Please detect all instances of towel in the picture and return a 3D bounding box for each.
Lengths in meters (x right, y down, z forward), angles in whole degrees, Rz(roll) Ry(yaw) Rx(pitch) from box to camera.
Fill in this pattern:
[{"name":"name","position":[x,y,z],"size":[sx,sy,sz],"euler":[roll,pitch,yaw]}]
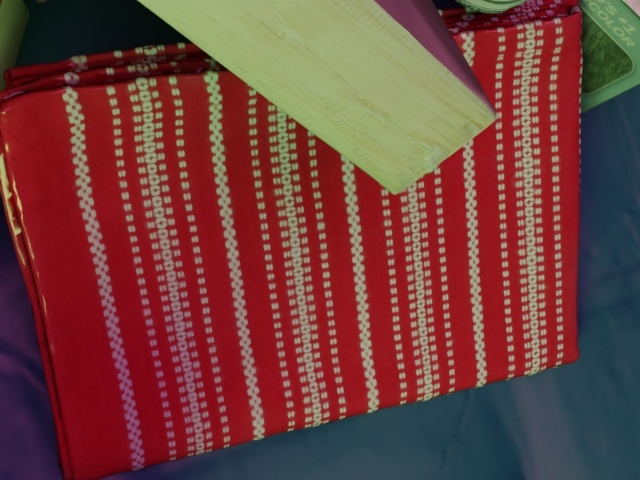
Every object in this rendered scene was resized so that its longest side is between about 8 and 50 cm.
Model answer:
[{"name":"towel","position":[0.000,0.000,0.543],"size":[0.275,0.031,0.198],"euler":[-11,114,-17]}]

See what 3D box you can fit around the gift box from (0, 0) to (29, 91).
[{"name":"gift box","position":[-0.270,-0.044,0.406],"size":[0.276,0.258,0.255],"euler":[17,81,3]}]

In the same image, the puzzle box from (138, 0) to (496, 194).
[{"name":"puzzle box","position":[-0.112,-0.203,0.380],"size":[0.052,0.272,0.409],"euler":[-39,134,19]}]

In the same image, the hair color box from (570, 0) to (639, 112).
[{"name":"hair color box","position":[0.209,-0.269,0.627],"size":[0.185,0.113,0.374],"euler":[44,75,-5]}]

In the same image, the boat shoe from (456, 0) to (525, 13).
[{"name":"boat shoe","position":[0.100,-0.210,0.495],"size":[0.080,0.076,0.228],"euler":[22,79,-10]}]

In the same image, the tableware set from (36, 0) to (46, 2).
[{"name":"tableware set","position":[-0.137,-0.198,0.519],"size":[0.168,0.020,0.141],"euler":[54,44,-39]}]
